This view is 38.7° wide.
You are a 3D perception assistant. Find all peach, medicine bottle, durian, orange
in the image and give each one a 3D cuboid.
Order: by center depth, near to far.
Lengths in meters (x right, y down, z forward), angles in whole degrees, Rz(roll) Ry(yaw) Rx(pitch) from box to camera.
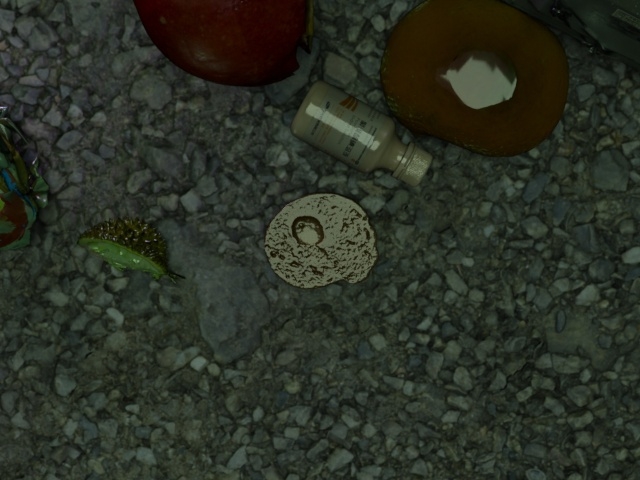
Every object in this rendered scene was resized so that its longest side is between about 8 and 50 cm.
[{"bbox_3d":[-0.161,-0.455,1.480,0.310,0.335,0.406,-1,97,-3],"label":"peach"},{"bbox_3d":[0.275,-0.295,1.589,0.334,0.196,0.262,25,84,5],"label":"orange"},{"bbox_3d":[0.077,-0.182,1.625,0.252,0.114,0.114,29,97,-4],"label":"medicine bottle"},{"bbox_3d":[-0.349,0.014,1.692,0.215,0.086,0.100,20,131,2],"label":"durian"}]

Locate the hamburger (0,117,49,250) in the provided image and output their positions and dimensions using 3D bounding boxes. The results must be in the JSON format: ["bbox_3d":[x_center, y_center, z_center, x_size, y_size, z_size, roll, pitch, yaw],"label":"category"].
[{"bbox_3d":[-0.602,-0.130,1.639,0.260,0.150,0.276,24,124,13],"label":"hamburger"}]

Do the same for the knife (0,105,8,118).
[{"bbox_3d":[-0.742,-0.207,1.681,0.343,0.027,0.061,-8,95,2],"label":"knife"}]

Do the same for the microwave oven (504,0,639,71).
[{"bbox_3d":[0.479,-0.501,1.461,0.432,0.236,0.374,27,74,-2],"label":"microwave oven"}]

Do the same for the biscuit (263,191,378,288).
[{"bbox_3d":[0.000,0.000,1.682,0.208,0.049,0.181,-11,97,2],"label":"biscuit"}]
